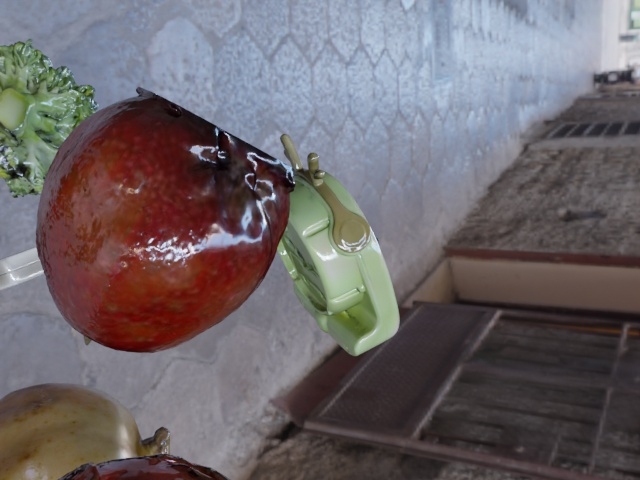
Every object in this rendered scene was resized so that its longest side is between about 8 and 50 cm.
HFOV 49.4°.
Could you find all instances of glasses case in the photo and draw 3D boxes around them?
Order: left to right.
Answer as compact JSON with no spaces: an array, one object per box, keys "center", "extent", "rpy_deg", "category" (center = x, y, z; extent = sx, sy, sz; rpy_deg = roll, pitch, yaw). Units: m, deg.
[{"center":[-0.859,0.089,1.871],"extent":[0.144,0.337,0.076],"rpy_deg":[-29,101,-51],"category":"glasses case"}]

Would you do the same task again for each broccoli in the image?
[{"center":[-0.688,-0.280,1.588],"extent":[0.334,0.324,0.272],"rpy_deg":[-50,162,-9],"category":"broccoli"}]

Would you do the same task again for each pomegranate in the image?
[{"center":[-0.454,0.449,1.256],"extent":[0.411,0.412,0.411],"rpy_deg":[-13,104,-63],"category":"pomegranate"}]

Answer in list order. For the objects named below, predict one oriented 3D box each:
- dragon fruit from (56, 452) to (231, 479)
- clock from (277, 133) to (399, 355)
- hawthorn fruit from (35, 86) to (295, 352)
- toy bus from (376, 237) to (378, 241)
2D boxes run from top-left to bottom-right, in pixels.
[{"center":[-0.193,0.365,0.704],"extent":[0.295,0.302,0.295],"rpy_deg":[-8,90,-88],"category":"dragon fruit"},{"center":[0.000,0.000,1.020],"extent":[0.096,0.235,0.307],"rpy_deg":[-26,118,-14],"category":"clock"},{"center":[-0.140,-0.002,0.555],"extent":[0.190,0.251,0.189],"rpy_deg":[38,24,-21],"category":"hawthorn fruit"},{"center":[0.023,-0.013,1.257],"extent":[0.087,0.194,0.089],"rpy_deg":[-46,113,-2],"category":"toy bus"}]
